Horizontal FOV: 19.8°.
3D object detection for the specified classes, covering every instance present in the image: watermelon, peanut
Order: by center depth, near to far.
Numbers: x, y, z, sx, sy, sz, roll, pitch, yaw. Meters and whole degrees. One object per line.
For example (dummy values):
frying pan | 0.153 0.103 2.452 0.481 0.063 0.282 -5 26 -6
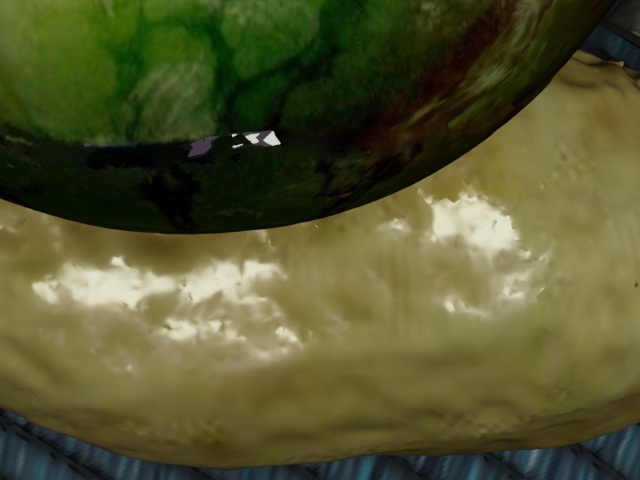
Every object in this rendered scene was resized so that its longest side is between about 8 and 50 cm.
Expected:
watermelon | -0.046 -0.184 0.566 0.363 0.363 0.363 -3 118 -5
peanut | 0.000 0.000 0.753 0.387 0.169 0.192 -5 134 -3

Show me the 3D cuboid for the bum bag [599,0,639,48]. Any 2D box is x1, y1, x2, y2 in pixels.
bum bag | 0.108 -0.138 0.759 0.233 0.060 0.106 20 104 -18
